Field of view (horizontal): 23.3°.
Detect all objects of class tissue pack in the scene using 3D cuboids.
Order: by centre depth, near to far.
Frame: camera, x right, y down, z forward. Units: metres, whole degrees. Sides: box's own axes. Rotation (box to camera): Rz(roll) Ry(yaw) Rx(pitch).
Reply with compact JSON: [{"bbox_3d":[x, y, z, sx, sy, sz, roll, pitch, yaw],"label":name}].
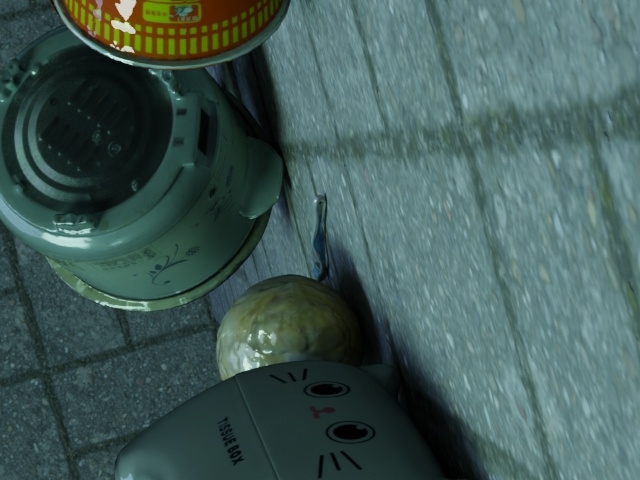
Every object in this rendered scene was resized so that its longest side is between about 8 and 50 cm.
[{"bbox_3d":[-0.003,0.231,1.131,0.333,0.236,0.229,-124,11,-68],"label":"tissue pack"}]

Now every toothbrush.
[{"bbox_3d":[0.000,0.000,1.410,0.017,0.014,0.162,51,164,19],"label":"toothbrush"}]

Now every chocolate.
[{"bbox_3d":[-0.033,0.102,1.406,0.309,0.134,0.134,131,123,-80],"label":"chocolate"}]

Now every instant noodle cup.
[{"bbox_3d":[-0.108,-0.261,1.096,0.212,0.193,0.193,97,157,-52],"label":"instant noodle cup"}]

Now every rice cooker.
[{"bbox_3d":[-0.190,-0.074,1.565,0.317,0.316,0.264,103,168,-75],"label":"rice cooker"}]
